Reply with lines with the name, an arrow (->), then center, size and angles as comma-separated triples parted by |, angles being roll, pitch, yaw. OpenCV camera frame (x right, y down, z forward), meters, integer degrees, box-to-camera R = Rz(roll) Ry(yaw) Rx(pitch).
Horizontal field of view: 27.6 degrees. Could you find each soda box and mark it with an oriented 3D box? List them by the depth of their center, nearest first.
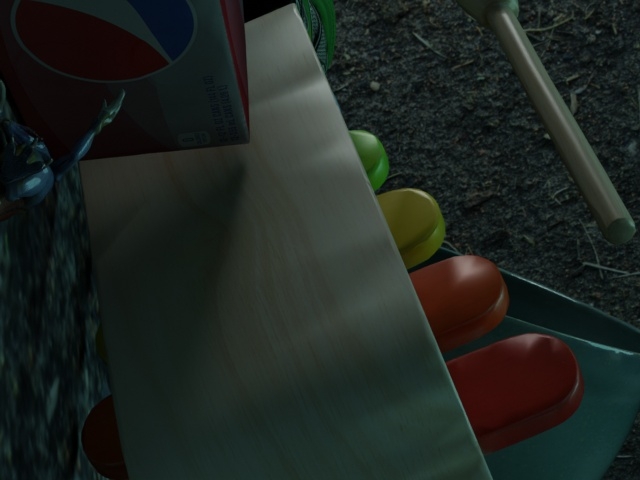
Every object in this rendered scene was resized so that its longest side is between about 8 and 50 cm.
soda box -> -0.083, -0.132, 0.440 | 0.263, 0.092, 0.083 | 81, 4, -61

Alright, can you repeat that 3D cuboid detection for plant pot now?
plant pot -> 0.027, 0.101, 0.750 | 0.293, 0.293, 0.196 | -84, -168, -84

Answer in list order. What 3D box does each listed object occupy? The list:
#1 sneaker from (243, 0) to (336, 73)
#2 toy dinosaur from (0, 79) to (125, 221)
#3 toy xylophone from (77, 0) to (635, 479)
sneaker -> -0.069, -0.233, 1.340 | 0.343, 0.134, 0.146 | 61, 27, -62
toy dinosaur -> -0.107, -0.024, 0.439 | 0.090, 0.047, 0.082 | -63, 179, -15
toy xylophone -> 0.000, 0.000, 0.541 | 0.322, 0.236, 0.081 | -98, 167, -46
